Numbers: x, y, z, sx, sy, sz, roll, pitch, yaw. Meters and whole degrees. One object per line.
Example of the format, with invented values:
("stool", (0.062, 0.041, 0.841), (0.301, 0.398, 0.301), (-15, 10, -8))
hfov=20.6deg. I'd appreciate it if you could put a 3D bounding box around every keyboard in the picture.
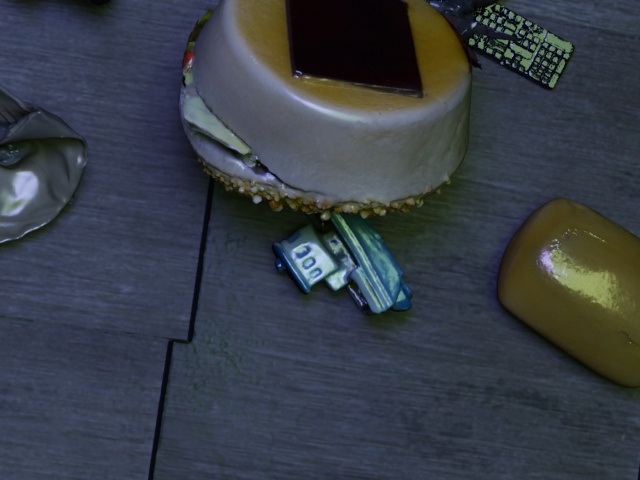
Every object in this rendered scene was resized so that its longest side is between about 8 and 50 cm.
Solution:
("keyboard", (0.176, -0.229, 1.876), (0.195, 0.018, 0.060), (27, 83, -6))

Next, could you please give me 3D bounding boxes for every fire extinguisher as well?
("fire extinguisher", (0.180, -0.294, 1.824), (0.075, 0.106, 0.252), (44, 64, -44))

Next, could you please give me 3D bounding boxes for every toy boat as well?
("toy boat", (0.000, 0.000, 1.784), (0.102, 0.088, 0.215), (-32, 89, -9))

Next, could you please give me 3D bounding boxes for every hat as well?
("hat", (-0.334, -0.099, 1.752), (0.166, 0.144, 0.173), (-49, 52, 15))

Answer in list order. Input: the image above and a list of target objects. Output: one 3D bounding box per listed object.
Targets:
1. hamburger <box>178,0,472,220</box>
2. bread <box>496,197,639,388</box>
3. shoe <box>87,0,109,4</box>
("hamburger", (0.007, -0.142, 1.716), (0.302, 0.170, 0.302), (12, 41, -10))
("bread", (0.292, 0.054, 1.829), (0.217, 0.098, 0.147), (30, 83, -5))
("shoe", (-0.278, -0.365, 1.768), (0.137, 0.114, 0.291), (-10, 74, 10))
